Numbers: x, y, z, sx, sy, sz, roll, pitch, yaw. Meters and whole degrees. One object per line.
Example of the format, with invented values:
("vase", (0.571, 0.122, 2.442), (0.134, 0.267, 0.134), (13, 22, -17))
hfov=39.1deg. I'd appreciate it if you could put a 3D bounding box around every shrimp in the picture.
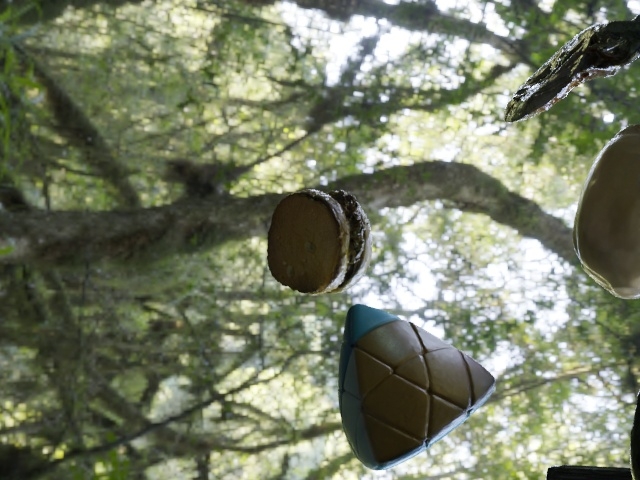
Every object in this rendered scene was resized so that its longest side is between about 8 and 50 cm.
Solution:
("shrimp", (0.314, -0.207, 1.116), (0.164, 0.062, 0.317), (-45, -174, -8))

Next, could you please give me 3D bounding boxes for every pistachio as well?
("pistachio", (0.520, -0.044, 1.491), (0.188, 0.188, 0.299), (-12, -123, 58))

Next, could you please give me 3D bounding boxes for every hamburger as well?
("hamburger", (0.006, -0.003, 1.516), (0.182, 0.118, 0.190), (43, -59, 29))

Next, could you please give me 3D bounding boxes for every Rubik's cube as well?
("Rubik's cube", (0.094, 0.265, 1.302), (0.254, 0.255, 0.254), (-8, -100, 58))

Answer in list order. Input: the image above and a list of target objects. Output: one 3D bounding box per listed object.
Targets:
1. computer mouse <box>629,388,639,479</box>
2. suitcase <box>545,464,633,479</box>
("computer mouse", (0.308, 0.072, 0.638), (0.086, 0.138, 0.269), (16, -96, 48))
("suitcase", (0.445, 0.400, 1.105), (0.335, 0.152, 0.229), (-4, -121, 26))
